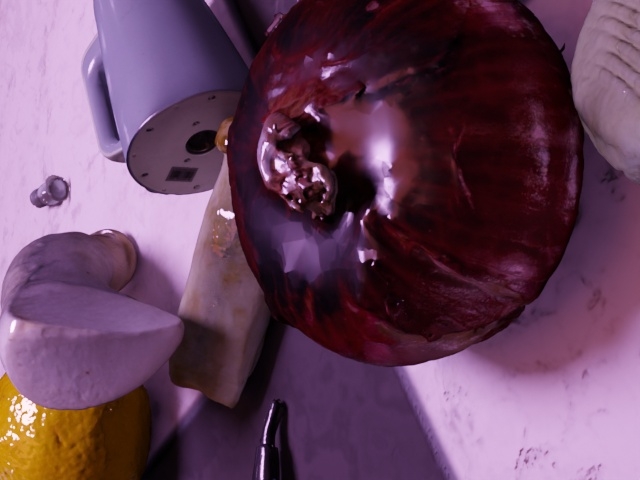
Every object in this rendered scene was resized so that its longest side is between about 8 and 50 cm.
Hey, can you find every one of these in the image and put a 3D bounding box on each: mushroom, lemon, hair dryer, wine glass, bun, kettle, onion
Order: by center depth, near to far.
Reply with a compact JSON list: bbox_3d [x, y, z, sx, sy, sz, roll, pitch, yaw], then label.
[{"bbox_3d":[0.239,-0.115,0.560,0.221,0.108,0.221,-57,15,25],"label":"bun"},{"bbox_3d":[0.039,-0.058,0.746,0.314,0.232,0.313,-4,85,51],"label":"onion"},{"bbox_3d":[-0.031,0.257,0.959,0.195,0.075,0.219,-23,60,38],"label":"hair dryer"},{"bbox_3d":[-0.083,0.018,1.016,0.100,0.081,0.312,21,110,19],"label":"mushroom"},{"bbox_3d":[-0.178,-0.172,1.089,0.210,0.160,0.243,-48,53,32],"label":"kettle"},{"bbox_3d":[-0.279,0.066,1.135,0.397,0.177,0.126,-139,47,-65],"label":"mushroom"},{"bbox_3d":[-0.305,0.237,1.190,0.204,0.204,0.260,23,98,51],"label":"lemon"},{"bbox_3d":[-0.410,-0.072,1.489,0.083,0.042,0.039,-11,49,54],"label":"wine glass"}]
